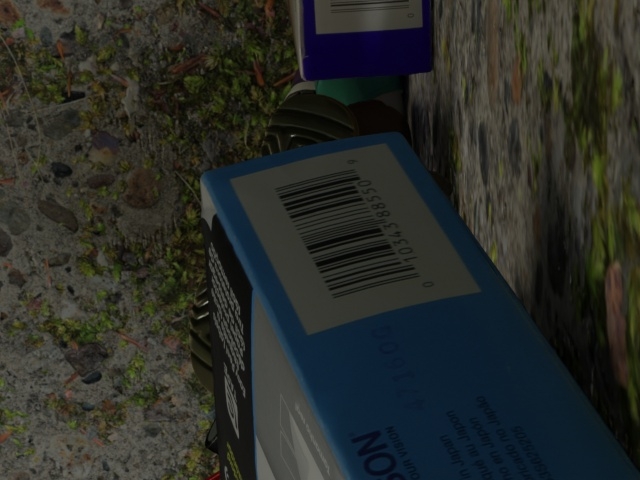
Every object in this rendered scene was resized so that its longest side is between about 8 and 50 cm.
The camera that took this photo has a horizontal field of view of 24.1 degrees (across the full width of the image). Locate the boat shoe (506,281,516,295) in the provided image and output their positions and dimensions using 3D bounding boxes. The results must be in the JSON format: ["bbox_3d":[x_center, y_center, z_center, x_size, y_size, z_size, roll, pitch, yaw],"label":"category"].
[{"bbox_3d":[0.087,0.081,0.787,0.040,0.049,0.142,91,173,-56],"label":"boat shoe"}]

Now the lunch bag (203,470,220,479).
[{"bbox_3d":[-0.003,0.300,1.174,0.120,0.258,0.293,25,-142,-46],"label":"lunch bag"}]

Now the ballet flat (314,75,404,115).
[{"bbox_3d":[0.043,-0.105,1.362,0.087,0.083,0.247,61,170,15],"label":"ballet flat"}]

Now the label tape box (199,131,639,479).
[{"bbox_3d":[0.033,0.161,0.729,0.249,0.115,0.347,-120,24,-46],"label":"label tape box"}]

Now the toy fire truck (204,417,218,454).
[{"bbox_3d":[-0.004,0.112,1.437,0.246,0.158,0.217,-60,11,-12],"label":"toy fire truck"}]

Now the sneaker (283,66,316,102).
[{"bbox_3d":[0.011,-0.145,1.842,0.283,0.107,0.124,100,-178,-60],"label":"sneaker"}]

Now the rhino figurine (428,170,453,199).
[{"bbox_3d":[0.061,0.081,1.027,0.106,0.073,0.243,105,165,-60],"label":"rhino figurine"}]

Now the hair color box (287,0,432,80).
[{"bbox_3d":[0.019,-0.268,1.235,0.339,0.110,0.185,-95,2,-68],"label":"hair color box"}]

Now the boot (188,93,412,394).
[{"bbox_3d":[0.000,0.000,1.159,0.269,0.089,0.236,-6,-61,-79],"label":"boot"}]
